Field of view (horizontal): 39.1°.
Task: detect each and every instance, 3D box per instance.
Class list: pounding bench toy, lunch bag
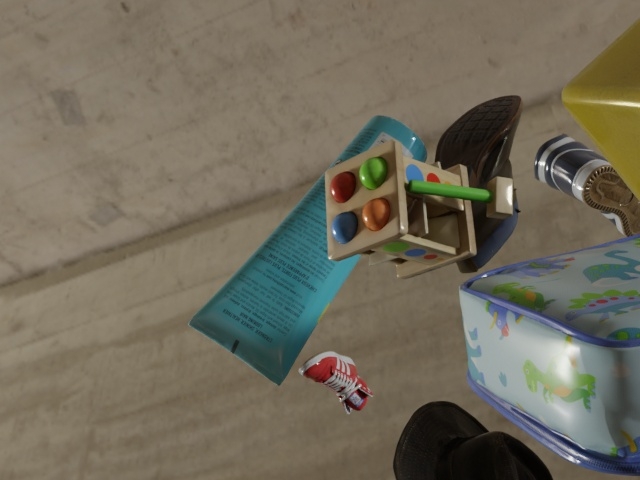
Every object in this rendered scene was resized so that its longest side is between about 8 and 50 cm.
[{"bbox_3d":[0.049,-0.020,0.465,0.065,0.052,0.083,16,-27,-40],"label":"pounding bench toy"},{"bbox_3d":[0.200,0.049,0.510,0.219,0.176,0.090,-12,-76,-20],"label":"lunch bag"}]

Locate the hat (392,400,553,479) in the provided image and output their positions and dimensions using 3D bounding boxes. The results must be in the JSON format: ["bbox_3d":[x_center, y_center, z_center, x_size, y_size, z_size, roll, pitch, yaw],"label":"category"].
[{"bbox_3d":[0.270,0.381,1.365,0.331,0.331,0.134,27,-45,-28],"label":"hat"}]

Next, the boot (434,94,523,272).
[{"bbox_3d":[0.176,-0.065,0.986,0.082,0.219,0.106,1,-50,40],"label":"boot"}]

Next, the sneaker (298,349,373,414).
[{"bbox_3d":[0.021,0.169,1.061,0.042,0.067,0.118,-40,-25,17],"label":"sneaker"}]

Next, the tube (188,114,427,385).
[{"bbox_3d":[0.000,0.000,0.642,0.080,0.207,0.052,28,-23,26],"label":"tube"}]

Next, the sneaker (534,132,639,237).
[{"bbox_3d":[0.477,-0.096,1.555,0.282,0.153,0.099,22,-77,-45],"label":"sneaker"}]

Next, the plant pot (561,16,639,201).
[{"bbox_3d":[0.368,-0.106,0.722,0.212,0.187,0.212,-43,-74,0],"label":"plant pot"}]
